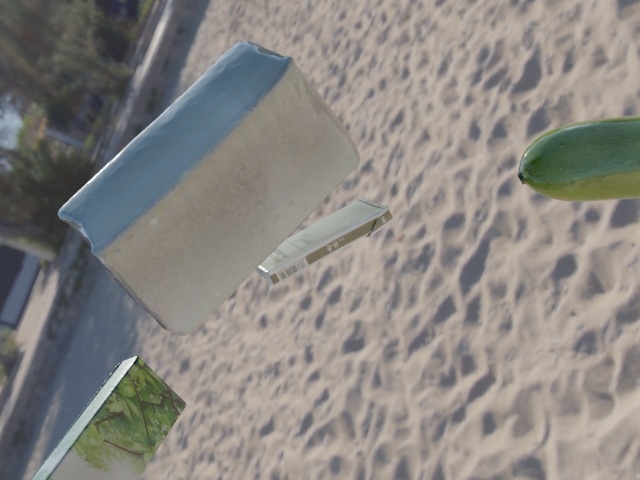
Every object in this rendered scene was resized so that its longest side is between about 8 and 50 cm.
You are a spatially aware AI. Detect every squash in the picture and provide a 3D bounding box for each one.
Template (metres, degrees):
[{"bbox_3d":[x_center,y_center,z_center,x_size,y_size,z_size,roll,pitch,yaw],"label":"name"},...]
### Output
[{"bbox_3d":[0.368,-0.108,1.169,0.123,0.186,0.123,-6,-90,-77],"label":"squash"}]

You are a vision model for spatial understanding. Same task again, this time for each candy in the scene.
[{"bbox_3d":[-0.135,-0.072,1.081,0.359,0.208,0.145,-46,47,-8],"label":"candy"}]

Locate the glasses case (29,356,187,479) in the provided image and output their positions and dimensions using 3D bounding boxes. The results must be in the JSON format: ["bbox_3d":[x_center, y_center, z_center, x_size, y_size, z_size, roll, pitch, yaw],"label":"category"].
[{"bbox_3d":[-0.268,0.268,0.967,0.062,0.095,0.272,-20,27,45],"label":"glasses case"}]

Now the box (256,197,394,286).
[{"bbox_3d":[0.000,0.000,1.212,0.198,0.029,0.109,-28,17,-12],"label":"box"}]
